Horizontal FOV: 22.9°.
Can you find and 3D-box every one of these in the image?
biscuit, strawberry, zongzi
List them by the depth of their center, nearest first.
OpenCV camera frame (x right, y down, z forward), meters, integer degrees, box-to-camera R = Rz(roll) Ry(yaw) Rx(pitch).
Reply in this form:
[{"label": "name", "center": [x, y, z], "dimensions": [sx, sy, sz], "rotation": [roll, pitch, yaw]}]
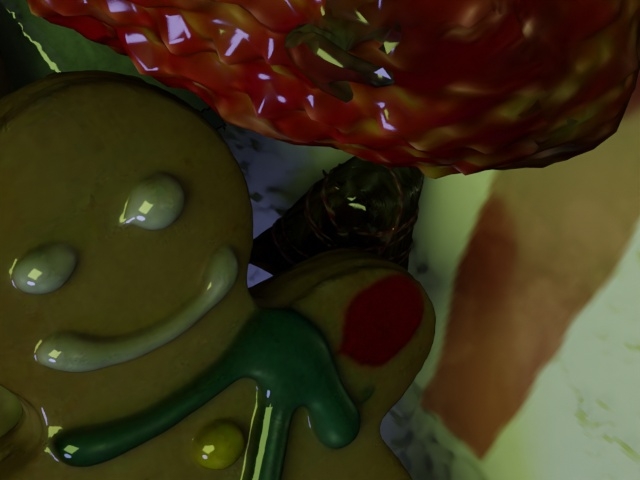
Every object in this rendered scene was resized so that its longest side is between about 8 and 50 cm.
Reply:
[{"label": "strawberry", "center": [-0.030, -0.165, 0.464], "dimensions": [0.292, 0.292, 0.343], "rotation": [-41, 81, 24]}, {"label": "biscuit", "center": [-0.034, 0.082, 0.542], "dimensions": [0.049, 0.197, 0.301], "rotation": [19, 137, 58]}, {"label": "zongzi", "center": [0.000, 0.000, 0.610], "dimensions": [0.073, 0.067, 0.083], "rotation": [12, 123, 12]}]

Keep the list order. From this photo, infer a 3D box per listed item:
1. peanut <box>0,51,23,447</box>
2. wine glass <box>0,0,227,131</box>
[{"label": "peanut", "center": [-0.160, 0.019, 0.553], "dimensions": [0.122, 0.137, 0.253], "rotation": [22, 128, 61]}, {"label": "wine glass", "center": [-0.125, -0.103, 0.616], "dimensions": [0.093, 0.093, 0.202], "rotation": [-43, 84, 24]}]
